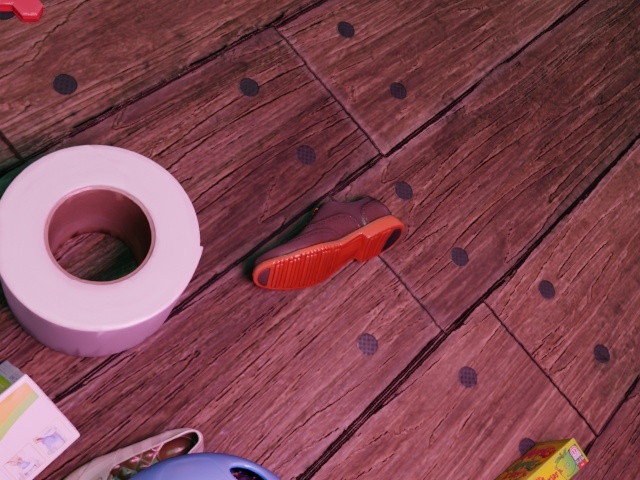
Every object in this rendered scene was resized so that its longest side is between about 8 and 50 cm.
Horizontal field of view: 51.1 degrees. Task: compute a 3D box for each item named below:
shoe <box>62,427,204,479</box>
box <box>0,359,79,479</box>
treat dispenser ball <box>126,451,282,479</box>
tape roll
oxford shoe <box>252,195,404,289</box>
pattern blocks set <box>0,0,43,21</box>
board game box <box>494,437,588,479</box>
[{"bbox_3d":[-0.249,0.301,0.859,0.219,0.058,0.076,-24,81,-27],"label":"shoe"},{"bbox_3d":[-0.404,0.251,0.770,0.203,0.114,0.103,-43,114,-28],"label":"box"},{"bbox_3d":[-0.134,0.385,0.741,0.288,0.288,0.288,7,68,-19],"label":"treat dispenser ball"},{"bbox_3d":[-0.295,0.019,0.886,0.246,0.169,0.246,8,68,-19],"label":"tape roll"},{"bbox_3d":[0.000,0.000,1.066,0.271,0.097,0.098,-19,58,-31],"label":"oxford shoe"},{"bbox_3d":[-0.547,-0.514,1.071,0.325,0.026,0.285,26,63,-10],"label":"pattern blocks set"},{"bbox_3d":[0.317,0.376,1.033,0.181,0.092,0.043,-28,81,-28],"label":"board game box"}]
